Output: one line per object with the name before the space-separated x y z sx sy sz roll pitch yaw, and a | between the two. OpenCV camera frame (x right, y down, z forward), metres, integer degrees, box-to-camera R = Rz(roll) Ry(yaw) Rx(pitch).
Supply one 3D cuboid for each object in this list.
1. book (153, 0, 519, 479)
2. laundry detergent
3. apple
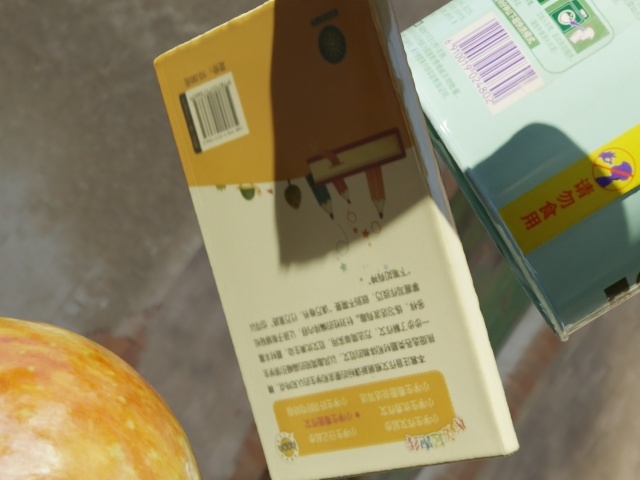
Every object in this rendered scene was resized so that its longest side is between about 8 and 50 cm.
book | 0.000 0.000 0.924 0.208 0.020 0.295 -16 -91 46
laundry detergent | 0.246 -0.117 1.202 0.287 0.305 0.287 58 4 -7
apple | -0.201 0.195 0.819 0.250 0.309 0.277 19 -36 -8
